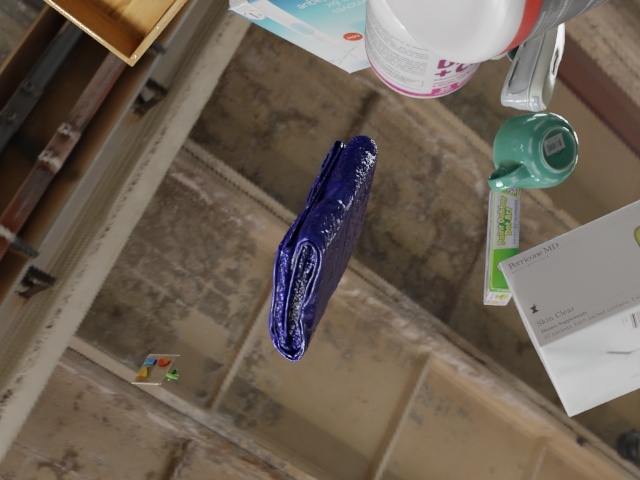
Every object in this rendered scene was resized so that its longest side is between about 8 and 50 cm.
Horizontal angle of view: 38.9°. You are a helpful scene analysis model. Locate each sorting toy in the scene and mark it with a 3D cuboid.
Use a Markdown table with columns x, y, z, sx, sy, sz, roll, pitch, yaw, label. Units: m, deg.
| x | y | z | sx | sy | sz | roll | pitch | yaw | label |
| --- | --- | --- | --- | --- | --- | --- | --- | --- | --- |
| -0.235 | 0.188 | 1.338 | 0.012 | 0.083 | 0.062 | 64 | -142 | -32 | sorting toy |

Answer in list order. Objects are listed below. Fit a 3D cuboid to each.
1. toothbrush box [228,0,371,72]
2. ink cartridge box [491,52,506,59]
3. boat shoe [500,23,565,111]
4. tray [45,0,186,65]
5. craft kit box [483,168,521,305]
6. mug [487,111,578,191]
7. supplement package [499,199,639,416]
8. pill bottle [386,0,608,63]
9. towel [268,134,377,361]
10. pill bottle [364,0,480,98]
| x | y | z | sx | sy | sz | roll | pitch | yaw | label |
| --- | --- | --- | --- | --- | --- | --- | --- | --- | --- |
| 0.039 | -0.381 | 1.380 | 0.295 | 0.216 | 0.126 | 15 | -109 | -50 | toothbrush box |
| 0.275 | -0.391 | 1.505 | 0.109 | 0.063 | 0.150 | 16 | -96 | -11 | ink cartridge box |
| 0.327 | -0.293 | 1.400 | 0.079 | 0.081 | 0.227 | 66 | -142 | -50 | boat shoe |
| -0.302 | -0.482 | 1.537 | 0.203 | 0.411 | 0.076 | 37 | -130 | -18 | tray |
| 0.371 | -0.005 | 1.857 | 0.061 | 0.246 | 0.249 | 3 | -100 | 10 | craft kit box |
| 0.370 | -0.141 | 1.544 | 0.129 | 0.097 | 0.157 | 22 | -98 | -26 | mug |
| 0.398 | 0.080 | 1.182 | 0.204 | 0.262 | 0.145 | 56 | -169 | -47 | supplement package |
| 0.235 | -0.319 | 0.811 | 0.363 | 0.210 | 0.210 | -28 | -82 | -18 | pill bottle |
| 0.000 | 0.000 | 1.344 | 0.076 | 0.227 | 0.308 | 18 | -142 | 8 | towel |
| 0.132 | -0.283 | 1.063 | 0.160 | 0.283 | 0.160 | 0 | -99 | 3 | pill bottle |
